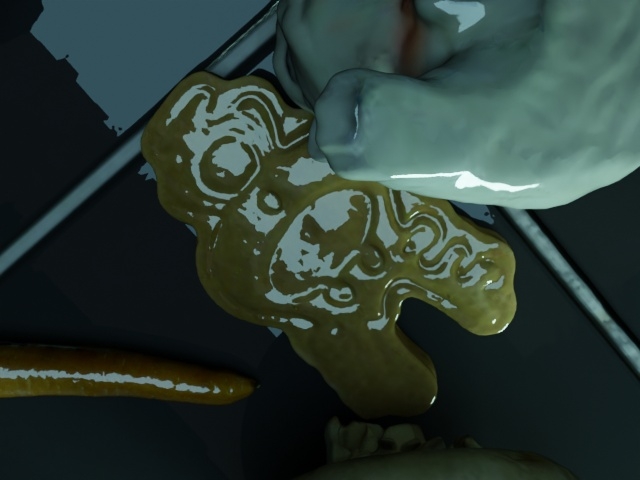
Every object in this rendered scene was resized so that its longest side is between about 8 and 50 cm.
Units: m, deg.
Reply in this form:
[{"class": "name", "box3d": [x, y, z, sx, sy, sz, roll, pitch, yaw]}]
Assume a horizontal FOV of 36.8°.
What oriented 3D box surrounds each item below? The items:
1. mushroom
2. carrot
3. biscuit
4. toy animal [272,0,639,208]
[{"class": "mushroom", "box3d": [0.043, 0.177, 0.528, 0.226, 0.226, 0.178, -21, 65, 7]}, {"class": "carrot", "box3d": [-0.132, 0.082, 0.581, 0.190, 0.037, 0.037, 4, 105, 0]}, {"class": "biscuit", "box3d": [0.001, -0.003, 0.558, 0.236, 0.040, 0.144, 40, 97, -10]}, {"class": "toy animal", "box3d": [0.107, -0.159, 0.467, 0.266, 0.188, 0.307, 5, 86, -18]}]
